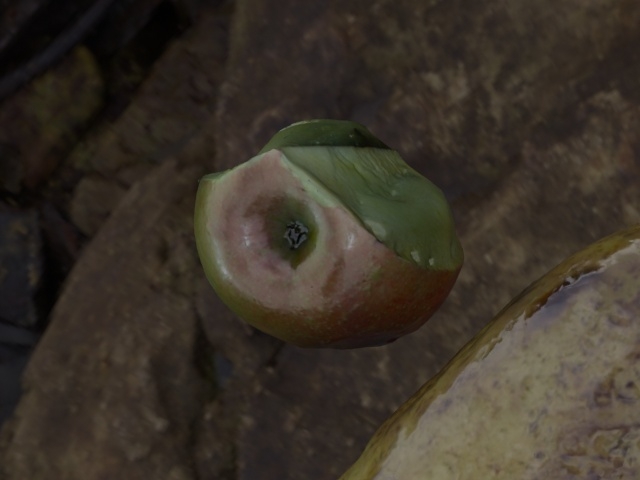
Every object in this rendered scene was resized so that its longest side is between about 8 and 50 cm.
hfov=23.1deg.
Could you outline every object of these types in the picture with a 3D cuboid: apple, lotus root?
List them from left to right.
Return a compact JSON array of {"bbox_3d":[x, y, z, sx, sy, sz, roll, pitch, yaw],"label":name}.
[{"bbox_3d":[0.000,0.000,1.202,0.207,0.188,0.173,29,116,23],"label":"apple"},{"bbox_3d":[0.074,0.095,0.574,0.110,0.097,0.258,43,99,-4],"label":"lotus root"}]
